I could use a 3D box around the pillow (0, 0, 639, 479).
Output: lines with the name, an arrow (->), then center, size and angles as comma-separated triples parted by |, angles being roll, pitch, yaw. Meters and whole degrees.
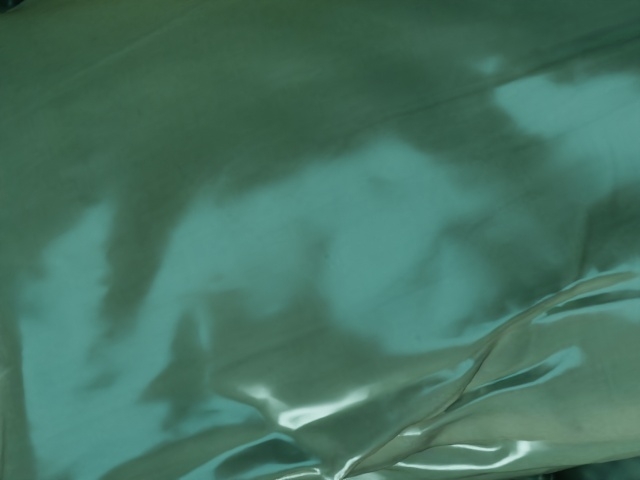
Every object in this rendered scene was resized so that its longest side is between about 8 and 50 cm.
pillow -> 0.000, 0.000, 0.463 | 0.270, 0.067, 0.173 | -20, 74, 5
